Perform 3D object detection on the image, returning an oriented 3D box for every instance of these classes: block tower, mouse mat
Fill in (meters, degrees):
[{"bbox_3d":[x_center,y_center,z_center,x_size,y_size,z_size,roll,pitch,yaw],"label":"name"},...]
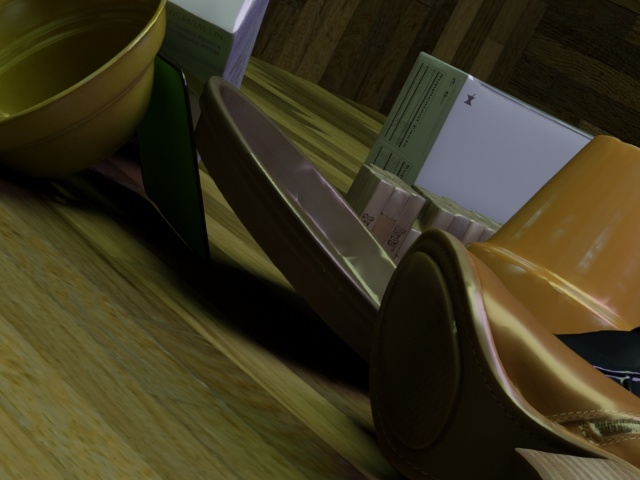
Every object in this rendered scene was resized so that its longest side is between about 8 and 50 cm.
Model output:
[{"bbox_3d":[0.166,0.032,1.697,0.335,0.097,0.091,25,9,-22],"label":"block tower"},{"bbox_3d":[-0.119,-0.077,1.346,0.007,0.153,0.190,-13,23,-16],"label":"mouse mat"}]

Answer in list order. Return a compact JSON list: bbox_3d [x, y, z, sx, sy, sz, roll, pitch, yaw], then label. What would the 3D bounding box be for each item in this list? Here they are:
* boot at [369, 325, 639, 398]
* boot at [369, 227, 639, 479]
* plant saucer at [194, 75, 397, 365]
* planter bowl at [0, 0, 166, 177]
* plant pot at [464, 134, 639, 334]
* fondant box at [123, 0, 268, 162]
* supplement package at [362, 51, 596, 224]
[{"bbox_3d":[0.149,0.137,1.020,0.207,0.094,0.246,4,40,-24],"label":"boot"},{"bbox_3d":[0.158,0.103,0.917,0.220,0.109,0.283,14,20,-27],"label":"boot"},{"bbox_3d":[0.000,0.000,1.252,0.278,0.041,0.278,49,7,-8],"label":"plant saucer"},{"bbox_3d":[-0.191,-0.109,1.282,0.217,0.217,0.090,39,-21,55],"label":"planter bowl"},{"bbox_3d":[0.226,0.026,1.435,0.205,0.188,0.205,35,-4,3],"label":"plant pot"},{"bbox_3d":[-0.178,-0.195,1.505,0.238,0.096,0.330,27,-20,-1],"label":"fondant box"},{"bbox_3d":[0.188,-0.040,1.820,0.262,0.204,0.145,24,7,-21],"label":"supplement package"}]
